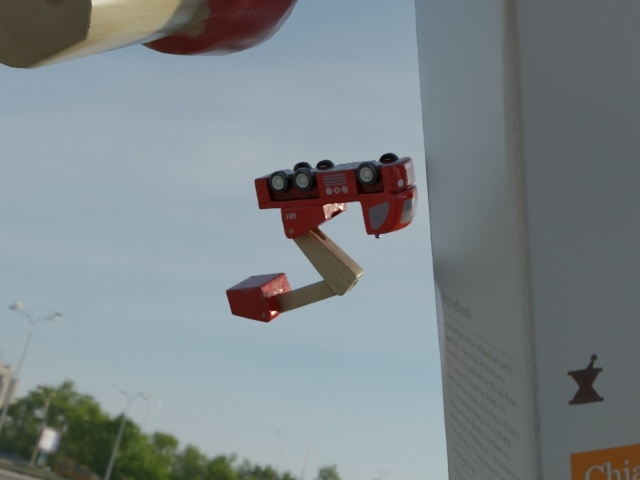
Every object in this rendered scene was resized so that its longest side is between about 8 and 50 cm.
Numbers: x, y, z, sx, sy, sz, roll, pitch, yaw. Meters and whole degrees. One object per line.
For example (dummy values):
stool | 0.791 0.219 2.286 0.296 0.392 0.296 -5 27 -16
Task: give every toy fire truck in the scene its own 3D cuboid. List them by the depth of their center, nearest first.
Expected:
toy fire truck | 0.000 0.000 0.915 0.192 0.135 0.047 -3 13 31

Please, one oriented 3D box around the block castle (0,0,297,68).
block castle | -0.092 -0.314 0.367 0.303 0.453 0.213 27 26 10

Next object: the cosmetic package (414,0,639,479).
cosmetic package | 0.195 0.006 0.622 0.230 0.453 0.161 -8 10 -10
